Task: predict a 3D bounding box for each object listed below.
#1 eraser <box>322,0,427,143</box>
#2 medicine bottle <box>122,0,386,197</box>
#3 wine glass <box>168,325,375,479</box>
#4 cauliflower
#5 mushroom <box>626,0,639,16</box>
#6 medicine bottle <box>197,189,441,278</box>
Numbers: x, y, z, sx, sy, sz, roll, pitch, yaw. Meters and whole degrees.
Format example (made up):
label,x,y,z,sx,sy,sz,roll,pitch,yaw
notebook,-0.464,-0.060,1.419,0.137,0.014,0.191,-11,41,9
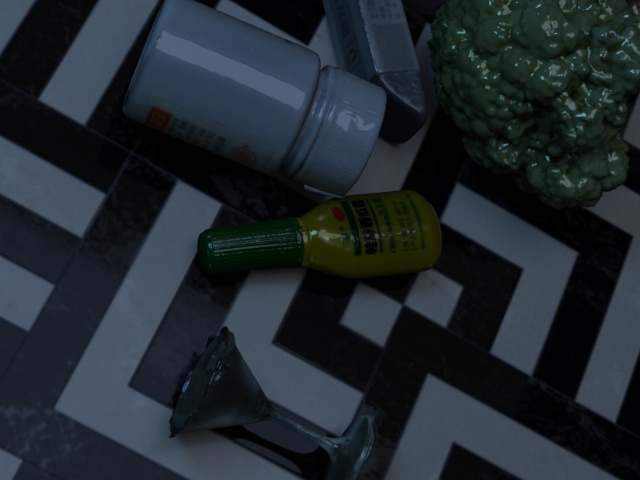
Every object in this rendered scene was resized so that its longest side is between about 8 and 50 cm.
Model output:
label,x,y,z,sx,sy,sz,roll,pitch,yaw
eraser,0.044,-0.279,1.470,0.061,0.089,0.352,-7,74,-25
medicine bottle,-0.067,-0.147,1.355,0.252,0.144,0.144,20,67,-10
wine glass,-0.045,0.176,1.279,0.183,0.122,0.122,30,65,-13
cauliflower,0.271,-0.204,1.433,0.281,0.260,0.327,-19,101,-20
mushroom,0.395,-0.290,1.610,0.084,0.067,0.083,14,55,-21
medicine bottle,0.000,0.000,1.375,0.261,0.064,0.095,-6,68,-20
